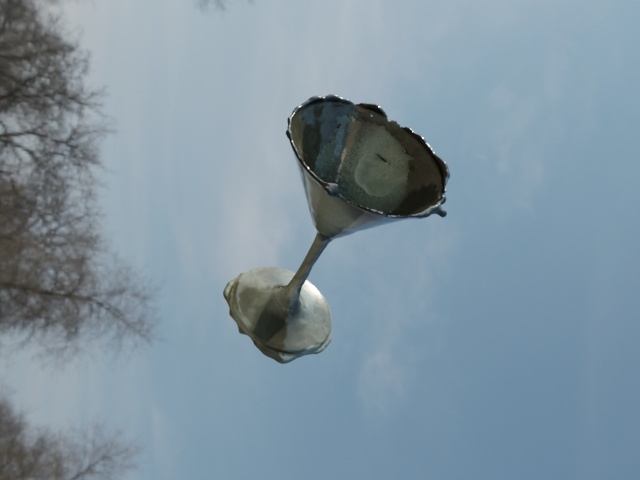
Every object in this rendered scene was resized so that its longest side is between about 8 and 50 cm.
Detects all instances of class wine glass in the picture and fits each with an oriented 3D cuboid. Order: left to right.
[{"bbox_3d":[0.000,0.000,0.714,0.232,0.156,0.156,-60,-144,40],"label":"wine glass"}]
